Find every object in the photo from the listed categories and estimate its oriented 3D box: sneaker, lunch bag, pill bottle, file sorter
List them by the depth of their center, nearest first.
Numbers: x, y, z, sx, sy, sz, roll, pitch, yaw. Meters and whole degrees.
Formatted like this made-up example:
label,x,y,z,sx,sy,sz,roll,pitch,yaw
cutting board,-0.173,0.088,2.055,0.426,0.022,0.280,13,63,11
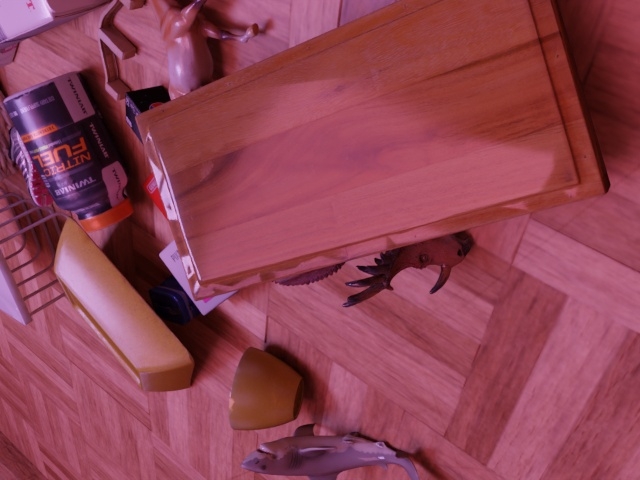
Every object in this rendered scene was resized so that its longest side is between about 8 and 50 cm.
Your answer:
label,x,y,z,sx,sy,sz,roll,pitch,yaw
pill bottle,-0.396,-0.138,1.118,0.130,0.130,0.245,-4,116,46
lunch bag,-0.251,0.108,1.206,0.098,0.065,0.067,8,123,42
sneaker,-0.554,-0.150,1.319,0.075,0.063,0.170,14,122,37
file sorter,-0.652,0.015,1.446,0.278,0.173,0.193,18,130,36

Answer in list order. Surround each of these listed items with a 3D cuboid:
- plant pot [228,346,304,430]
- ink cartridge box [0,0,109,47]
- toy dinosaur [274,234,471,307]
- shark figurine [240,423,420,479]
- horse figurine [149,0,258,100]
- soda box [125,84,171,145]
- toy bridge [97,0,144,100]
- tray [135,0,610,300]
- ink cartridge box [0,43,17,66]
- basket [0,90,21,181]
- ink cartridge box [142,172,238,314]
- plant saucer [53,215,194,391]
label,x,y,z,sx,sy,sz,roll,pitch,yaw
plant pot,-0.080,0.246,1.107,0.095,0.134,0.134,9,127,11
ink cartridge box,-0.463,-0.388,0.976,0.283,0.117,0.207,-5,114,34
toy dinosaur,0.000,0.000,0.798,0.296,0.127,0.200,-21,90,36
shark figurine,0.035,0.359,1.071,0.278,0.166,0.116,-1,91,16
horse figurine,-0.143,-0.216,0.863,0.174,0.066,0.263,12,125,37
soda box,-0.211,-0.145,0.955,0.169,0.060,0.053,51,144,31
toy bridge,-0.294,-0.287,0.991,0.063,0.026,0.188,45,140,13
tray,0.027,-0.087,0.642,0.411,0.076,0.202,-16,93,28
ink cartridge box,-0.565,-0.366,1.178,0.088,0.052,0.122,54,139,-1
basket,-0.788,-0.228,1.329,0.328,0.266,0.331,5,120,43
ink cartridge box,-0.176,-0.033,1.036,0.239,0.060,0.275,53,141,-2
plant saucer,-0.374,0.151,1.273,0.333,0.081,0.333,47,157,7
